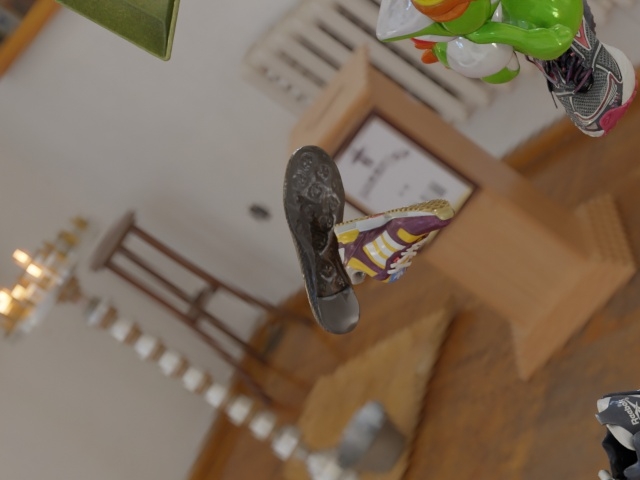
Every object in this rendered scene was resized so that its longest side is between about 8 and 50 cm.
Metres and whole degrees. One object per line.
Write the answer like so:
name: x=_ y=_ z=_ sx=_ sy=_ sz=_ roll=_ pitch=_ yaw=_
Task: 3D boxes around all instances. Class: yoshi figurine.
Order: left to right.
yoshi figurine: x=0.199 y=-0.291 z=1.782 sx=0.362 sy=0.203 sz=0.204 roll=32 pitch=-107 yaw=-66

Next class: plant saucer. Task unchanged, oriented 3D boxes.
plant saucer: x=-0.230 y=-0.309 z=1.730 sx=0.045 sy=0.188 sz=0.188 roll=-58 pitch=-6 yaw=-30

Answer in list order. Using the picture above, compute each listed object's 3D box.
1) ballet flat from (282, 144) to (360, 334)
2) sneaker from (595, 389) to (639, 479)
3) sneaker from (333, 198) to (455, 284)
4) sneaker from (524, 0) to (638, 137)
ballet flat: x=0.000 y=0.000 z=1.997 sx=0.084 sy=0.250 sz=0.058 roll=-15 pitch=10 yaw=-13
sneaker: x=0.352 y=0.162 z=1.529 sx=0.235 sy=0.153 sz=0.094 roll=-66 pitch=24 yaw=22
sneaker: x=0.094 y=0.004 z=1.816 sx=0.069 sy=0.084 sz=0.185 roll=-14 pitch=1 yaw=-38
sneaker: x=0.341 y=-0.259 z=2.187 sx=0.121 sy=0.112 sz=0.299 roll=-52 pitch=42 yaw=27
